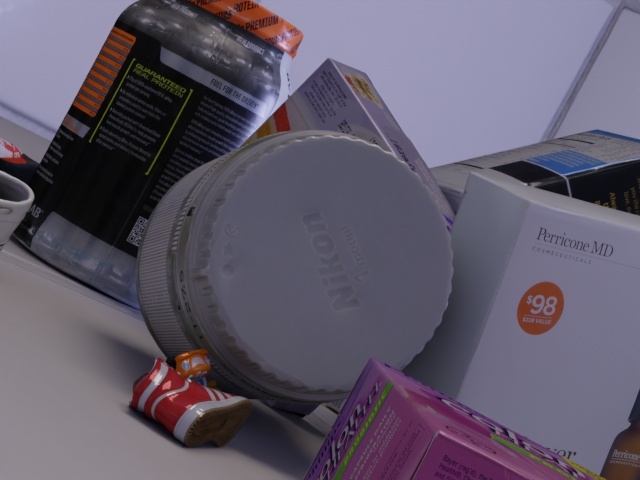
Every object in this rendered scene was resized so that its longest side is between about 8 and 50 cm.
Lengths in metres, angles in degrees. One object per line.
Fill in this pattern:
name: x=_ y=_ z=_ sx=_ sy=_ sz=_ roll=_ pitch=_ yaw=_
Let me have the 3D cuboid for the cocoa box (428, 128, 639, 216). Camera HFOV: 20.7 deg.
cocoa box: x=0.249 y=0.083 z=1.758 sx=0.227 sy=0.347 sz=0.231 roll=-13 pitch=11 yaw=-12

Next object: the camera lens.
camera lens: x=-0.027 y=0.025 z=1.456 sx=0.219 sy=0.219 sz=0.274 roll=28 pitch=-11 yaw=-13

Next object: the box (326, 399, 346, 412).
box: x=0.071 y=0.196 z=1.892 sx=0.081 sy=0.028 sz=0.136 roll=30 pitch=0 yaw=40

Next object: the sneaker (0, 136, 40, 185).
sneaker: x=-0.422 y=-0.107 z=1.928 sx=0.145 sy=0.090 sz=0.270 roll=28 pitch=-2 yaw=21

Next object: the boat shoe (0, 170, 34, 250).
boat shoe: x=-0.360 y=-0.071 z=1.473 sx=0.258 sy=0.084 sz=0.095 roll=26 pitch=28 yaw=-37

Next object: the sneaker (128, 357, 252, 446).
sneaker: x=-0.096 y=0.117 z=1.273 sx=0.067 sy=0.042 sz=0.118 roll=32 pitch=5 yaw=18

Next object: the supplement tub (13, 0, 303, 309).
supplement tub: x=-0.167 y=-0.109 z=1.862 sx=0.207 sy=0.338 sz=0.207 roll=29 pitch=2 yaw=-1

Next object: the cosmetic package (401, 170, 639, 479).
cosmetic package: x=0.248 y=0.119 z=1.527 sx=0.377 sy=0.284 sz=0.097 roll=12 pitch=10 yaw=-34

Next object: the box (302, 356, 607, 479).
box: x=0.116 y=0.194 z=1.154 sx=0.213 sy=0.117 sz=0.243 roll=28 pitch=1 yaw=-10

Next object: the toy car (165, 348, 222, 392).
toy car: x=-0.087 y=0.114 z=1.348 sx=0.040 sy=0.060 sz=0.122 roll=57 pitch=18 yaw=19

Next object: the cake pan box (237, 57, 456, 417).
cake pan box: x=0.000 y=0.000 z=1.680 sx=0.070 sy=0.246 sz=0.267 roll=19 pitch=34 yaw=-50
